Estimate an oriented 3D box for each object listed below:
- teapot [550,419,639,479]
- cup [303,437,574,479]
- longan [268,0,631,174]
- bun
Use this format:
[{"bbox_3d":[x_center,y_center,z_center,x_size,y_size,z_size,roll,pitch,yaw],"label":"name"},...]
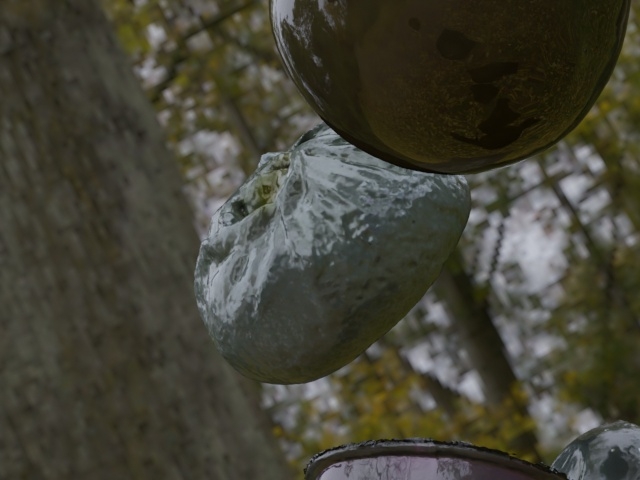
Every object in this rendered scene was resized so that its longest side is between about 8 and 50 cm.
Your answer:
[{"bbox_3d":[0.332,0.291,1.807,0.183,0.251,0.183,-60,11,19],"label":"teapot"},{"bbox_3d":[0.062,0.293,1.193,0.203,0.288,0.203,8,-27,4],"label":"cup"},{"bbox_3d":[0.117,-0.229,1.677,0.361,0.361,0.361,-25,-17,-8],"label":"longan"},{"bbox_3d":[0.000,0.000,2.188,0.362,0.211,0.362,-36,17,13],"label":"bun"}]
